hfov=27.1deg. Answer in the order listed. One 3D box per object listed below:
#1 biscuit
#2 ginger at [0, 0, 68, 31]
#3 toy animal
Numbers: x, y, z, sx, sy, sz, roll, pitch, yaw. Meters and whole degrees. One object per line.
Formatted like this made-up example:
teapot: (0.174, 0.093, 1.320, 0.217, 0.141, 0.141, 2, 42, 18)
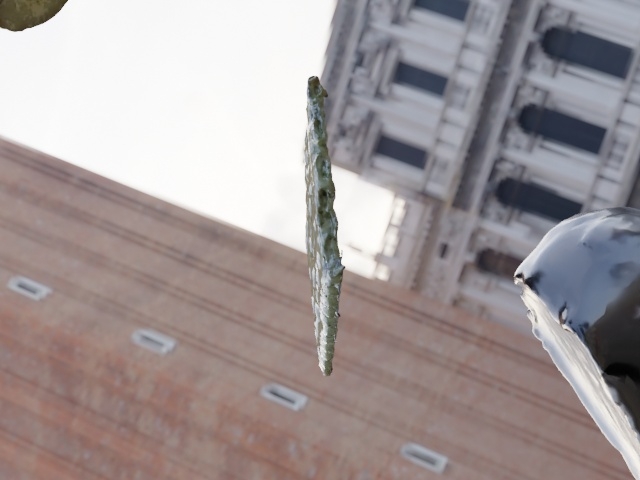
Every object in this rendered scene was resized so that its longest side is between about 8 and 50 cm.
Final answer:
biscuit: (0.001, 0.000, 0.935, 0.203, 0.016, 0.144, 93, 172, -62)
ginger: (-0.107, -0.091, 0.472, 0.097, 0.030, 0.048, -33, 26, 9)
toy animal: (0.251, 0.031, 0.792, 0.235, 0.187, 0.165, -30, -19, -7)
